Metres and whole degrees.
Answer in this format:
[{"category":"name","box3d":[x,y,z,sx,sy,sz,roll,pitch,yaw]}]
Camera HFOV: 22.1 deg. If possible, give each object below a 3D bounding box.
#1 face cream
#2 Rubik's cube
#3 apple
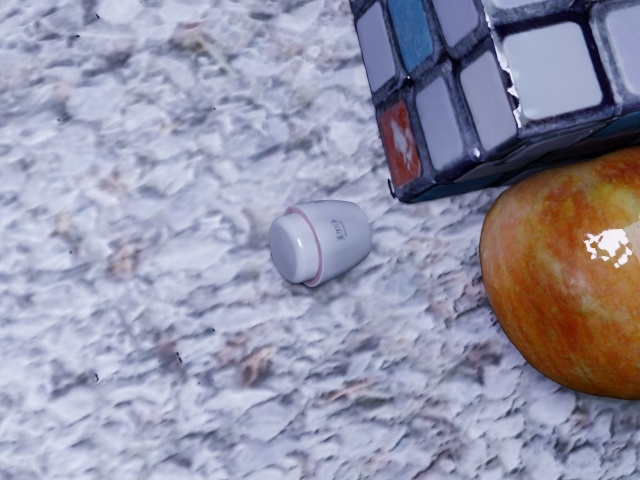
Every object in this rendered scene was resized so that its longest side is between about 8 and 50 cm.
[{"category":"face cream","box3d":[0.000,0.000,1.771,0.095,0.091,0.091,-17,83,-26]},{"category":"Rubik's cube","box3d":[0.247,-0.264,1.765,0.363,0.359,0.362,-15,81,-21]},{"category":"apple","box3d":[0.330,0.043,1.745,0.301,0.301,0.301,3,77,-15]}]
